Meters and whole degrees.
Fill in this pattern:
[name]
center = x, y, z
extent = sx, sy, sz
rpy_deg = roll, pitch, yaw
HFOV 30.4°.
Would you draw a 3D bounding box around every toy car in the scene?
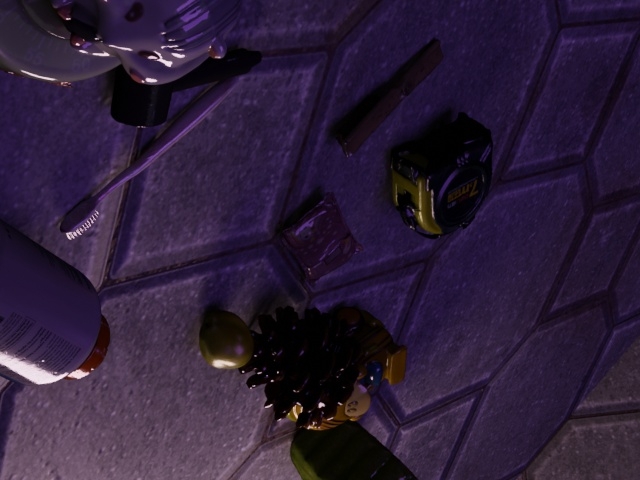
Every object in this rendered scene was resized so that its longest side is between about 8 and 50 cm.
[toy car]
center = 0.043, 0.242, 2.089
extent = 0.248, 0.142, 0.200
rpy_deg = -34, 144, -28

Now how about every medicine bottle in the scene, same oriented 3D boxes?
[medicine bottle]
center = -0.360, 0.078, 1.376
extent = 0.157, 0.157, 0.288
rpy_deg = -50, 149, -4

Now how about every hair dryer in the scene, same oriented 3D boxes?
[hair dryer]
center = -0.149, -0.219, 1.454
extent = 0.248, 0.070, 0.114
rpy_deg = -24, 139, -45

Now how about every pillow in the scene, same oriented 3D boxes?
[pillow]
center = 0.000, 0.000, 1.890
extent = 0.118, 0.043, 0.185
rpy_deg = -40, 144, -9

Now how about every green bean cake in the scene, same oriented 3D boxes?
[green bean cake]
center = 0.075, 0.457, 2.246
extent = 0.156, 0.247, 0.250
rpy_deg = -47, 148, -9

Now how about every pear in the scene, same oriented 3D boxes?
[pear]
center = -0.148, 0.153, 1.809
extent = 0.092, 0.092, 0.097
rpy_deg = -33, 102, -30

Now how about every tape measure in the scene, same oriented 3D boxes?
[tape measure]
center = 0.200, -0.100, 1.992
extent = 0.199, 0.112, 0.186
rpy_deg = -28, 134, -26

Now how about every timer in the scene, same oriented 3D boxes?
[timer]
center = -0.199, -0.252, 1.082
extent = 0.291, 0.315, 0.291
rpy_deg = -28, 135, -33

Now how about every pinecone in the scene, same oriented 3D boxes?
[pinecone]
center = -0.039, 0.198, 1.895
extent = 0.208, 0.208, 0.208
rpy_deg = -34, 144, -29

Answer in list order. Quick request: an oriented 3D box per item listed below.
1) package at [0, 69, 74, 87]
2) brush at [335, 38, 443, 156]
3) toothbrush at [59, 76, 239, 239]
[package]
center = -0.288, -0.225, 1.290
extent = 0.108, 0.031, 0.120
rpy_deg = 15, 108, -57
[brush]
center = 0.106, -0.225, 1.817
extent = 0.248, 0.036, 0.043
rpy_deg = -48, 154, -22
[toothbrush]
center = -0.215, -0.110, 1.509
extent = 0.307, 0.025, 0.029
rpy_deg = -44, 156, -13
